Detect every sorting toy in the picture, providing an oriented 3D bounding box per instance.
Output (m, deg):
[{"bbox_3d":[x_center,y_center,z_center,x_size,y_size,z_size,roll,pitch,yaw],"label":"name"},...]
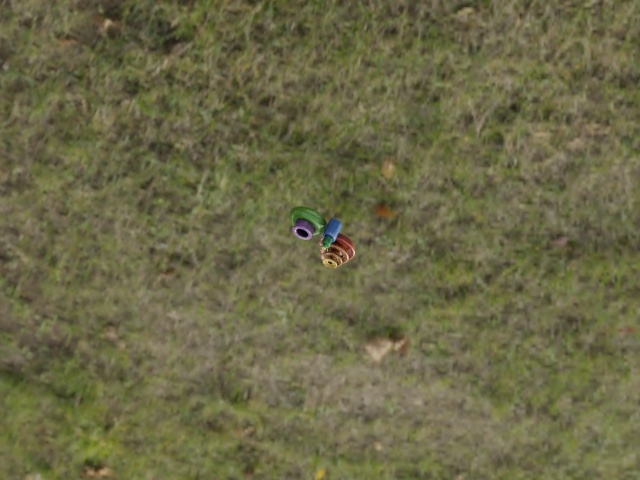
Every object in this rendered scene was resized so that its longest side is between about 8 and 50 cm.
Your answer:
[{"bbox_3d":[0.000,0.000,1.320,0.102,0.042,0.061,36,147,-16],"label":"sorting toy"}]
